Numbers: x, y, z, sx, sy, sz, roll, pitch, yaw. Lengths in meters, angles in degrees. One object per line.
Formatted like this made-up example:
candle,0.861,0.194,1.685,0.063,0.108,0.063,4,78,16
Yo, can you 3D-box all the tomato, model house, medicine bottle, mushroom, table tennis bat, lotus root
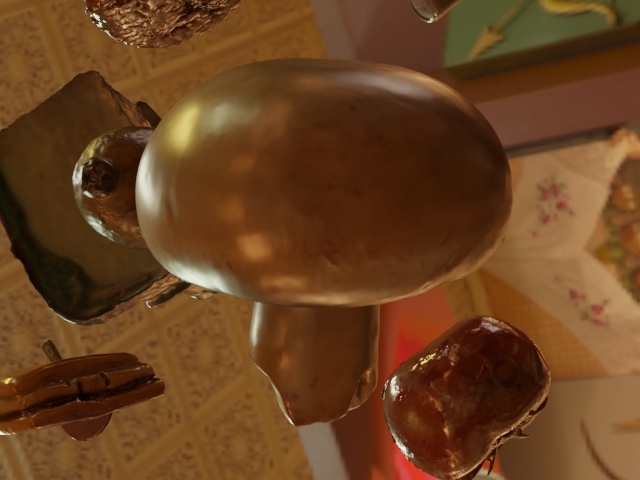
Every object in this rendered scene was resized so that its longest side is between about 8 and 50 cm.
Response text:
tomato,0.196,0.187,1.552,0.214,0.155,0.181,-39,-96,-24
model house,-0.259,-0.039,1.723,0.298,0.243,0.284,59,-168,14
medicine bottle,0.202,-0.364,1.671,0.199,0.057,0.057,-40,-61,-21
mushroom,0.000,0.000,0.684,0.204,0.204,0.204,20,-114,-53
table tennis bat,-0.334,0.199,1.704,0.156,0.087,0.013,52,-165,23
lotus root,-0.209,-0.063,1.403,0.214,0.138,0.138,24,-119,-68

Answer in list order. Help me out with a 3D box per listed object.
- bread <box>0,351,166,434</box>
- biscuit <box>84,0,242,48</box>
bread,-0.286,0.175,1.465,0.200,0.116,0.077,-10,-98,-42
biscuit,-0.228,-0.398,1.942,0.296,0.296,0.075,10,-133,-55
